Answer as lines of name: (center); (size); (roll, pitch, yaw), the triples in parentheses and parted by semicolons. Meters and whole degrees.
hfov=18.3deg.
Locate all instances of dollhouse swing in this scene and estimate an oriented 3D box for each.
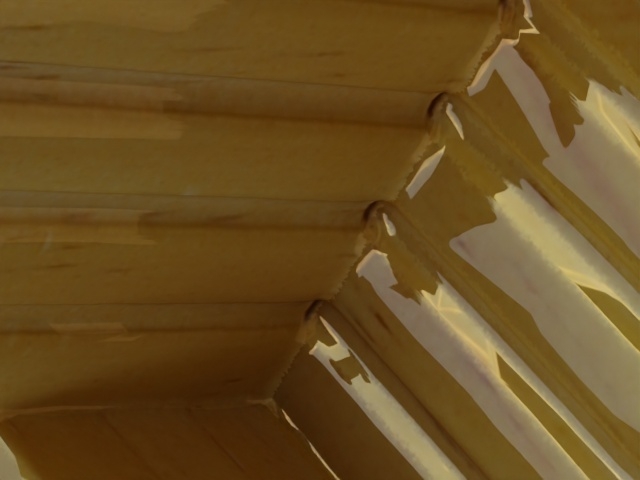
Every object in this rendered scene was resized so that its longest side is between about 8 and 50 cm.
dollhouse swing: (0.000, 0.000, 0.367); (0.305, 0.315, 0.347); (-14, -36, -48)
